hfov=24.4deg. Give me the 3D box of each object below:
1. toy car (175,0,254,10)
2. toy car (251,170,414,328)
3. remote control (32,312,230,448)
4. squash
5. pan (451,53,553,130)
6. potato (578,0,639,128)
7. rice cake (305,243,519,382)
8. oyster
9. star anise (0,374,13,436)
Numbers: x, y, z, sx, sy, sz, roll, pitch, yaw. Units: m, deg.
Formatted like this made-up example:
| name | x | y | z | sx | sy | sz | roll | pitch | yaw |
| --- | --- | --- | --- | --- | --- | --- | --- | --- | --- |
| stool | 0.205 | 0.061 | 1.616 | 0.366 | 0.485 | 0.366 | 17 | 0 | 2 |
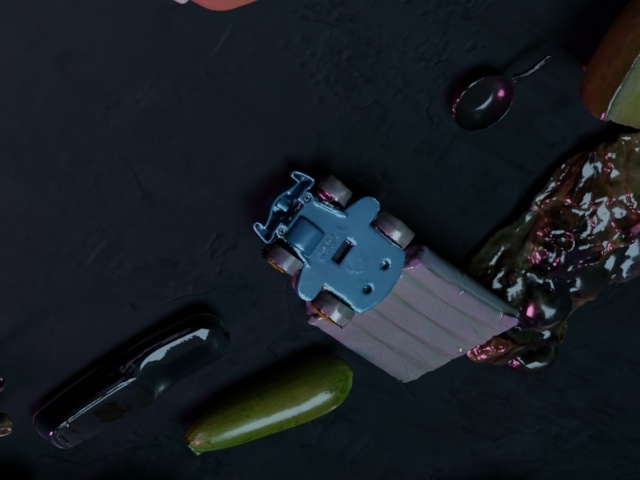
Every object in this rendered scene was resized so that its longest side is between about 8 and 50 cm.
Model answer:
| name | x | y | z | sx | sy | sz | roll | pitch | yaw |
| --- | --- | --- | --- | --- | --- | --- | --- | --- | --- |
| toy car | -0.095 | -0.284 | 1.072 | 0.212 | 0.180 | 0.270 | -32 | 141 | 16 |
| toy car | 0.000 | 0.000 | 1.485 | 0.161 | 0.098 | 0.126 | 36 | 87 | -21 |
| remote control | -0.194 | 0.145 | 1.532 | 0.222 | 0.042 | 0.072 | -31 | 142 | 1 |
| squash | -0.056 | 0.184 | 1.637 | 0.201 | 0.066 | 0.066 | -24 | 139 | -7 |
| pan | 0.178 | -0.154 | 1.468 | 0.115 | 0.023 | 0.068 | -34 | 139 | 8 |
| potato | 0.399 | -0.228 | 1.466 | 0.269 | 0.112 | 0.255 | 6 | 124 | -39 |
| rice cake | 0.100 | 0.081 | 1.608 | 0.189 | 0.037 | 0.198 | -31 | 138 | 32 |
| oyster | 0.298 | 0.023 | 1.673 | 0.361 | 0.096 | 0.221 | -46 | 144 | 21 |
| star anise | -0.406 | 0.202 | 1.454 | 0.208 | 0.063 | 0.171 | -15 | 141 | -22 |
